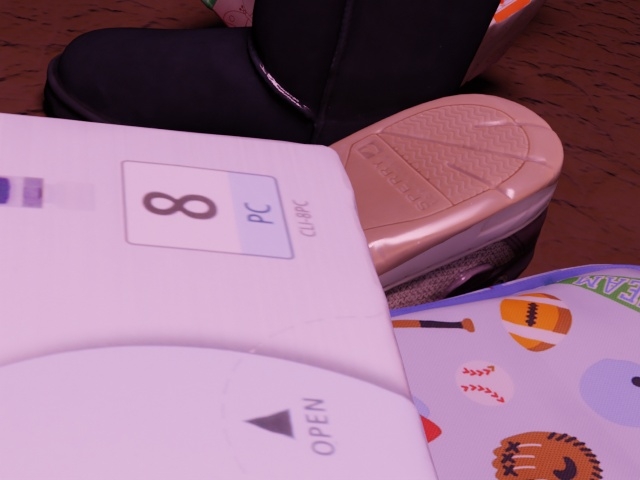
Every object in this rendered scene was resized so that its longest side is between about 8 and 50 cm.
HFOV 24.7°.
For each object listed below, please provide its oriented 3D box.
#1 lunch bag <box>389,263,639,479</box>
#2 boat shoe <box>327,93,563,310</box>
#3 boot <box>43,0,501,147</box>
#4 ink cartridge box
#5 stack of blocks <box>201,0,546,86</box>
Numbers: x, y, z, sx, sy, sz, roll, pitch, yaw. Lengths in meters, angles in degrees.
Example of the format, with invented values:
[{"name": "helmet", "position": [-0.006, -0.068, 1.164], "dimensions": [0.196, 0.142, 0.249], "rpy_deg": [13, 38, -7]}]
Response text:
[{"name": "lunch bag", "position": [0.106, 0.131, 0.516], "dimensions": [0.243, 0.115, 0.303], "rpy_deg": [-13, 40, -30]}, {"name": "boat shoe", "position": [-0.022, 0.031, 0.622], "dimensions": [0.285, 0.092, 0.103], "rpy_deg": [-26, 43, -17]}, {"name": "boot", "position": [-0.024, -0.127, 0.783], "dimensions": [0.246, 0.207, 0.094], "rpy_deg": [23, 32, 14]}, {"name": "ink cartridge box", "position": [-0.161, 0.065, 0.348], "dimensions": [0.385, 0.091, 0.308], "rpy_deg": [6, 32, -13]}, {"name": "stack of blocks", "position": [0.067, -0.194, 0.954], "dimensions": [0.171, 0.087, 0.297], "rpy_deg": [46, 47, 8]}]
